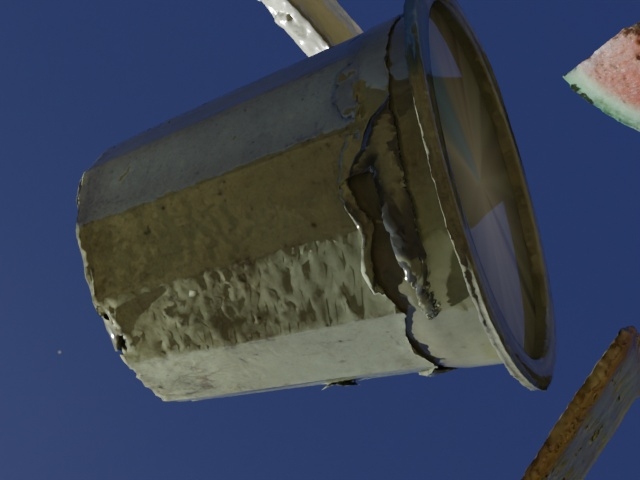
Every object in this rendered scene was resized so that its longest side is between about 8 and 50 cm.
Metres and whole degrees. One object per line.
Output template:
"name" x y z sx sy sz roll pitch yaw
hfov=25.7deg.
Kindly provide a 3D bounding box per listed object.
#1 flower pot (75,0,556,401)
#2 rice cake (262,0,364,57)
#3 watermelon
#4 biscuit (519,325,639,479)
"flower pot" 0.000 0.000 0.716 0.203 0.212 0.212 -20 -91 18
"rice cake" 0.037 -0.140 1.231 0.052 0.057 0.256 -33 -64 24
"watermelon" 0.313 -0.126 1.111 0.207 0.202 0.136 38 -80 26
"biscuit" 0.141 0.119 0.788 0.016 0.203 0.144 33 -95 18
